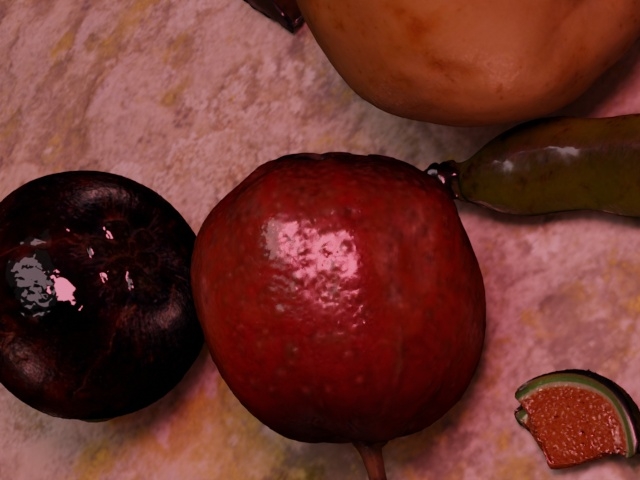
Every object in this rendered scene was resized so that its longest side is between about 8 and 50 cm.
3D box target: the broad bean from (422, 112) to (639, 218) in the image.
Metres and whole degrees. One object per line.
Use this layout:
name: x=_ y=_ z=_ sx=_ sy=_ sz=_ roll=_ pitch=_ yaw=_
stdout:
broad bean: x=0.213 y=-0.054 z=1.059 sx=0.339 sy=0.061 sz=0.077 roll=1 pitch=75 yaw=38

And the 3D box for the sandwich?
sandwich: x=0.180 y=0.125 z=1.017 sx=0.101 sy=0.026 sz=0.069 roll=-14 pitch=63 yaw=34

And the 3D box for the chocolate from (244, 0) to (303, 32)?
chocolate: x=-0.088 y=-0.326 z=1.409 sx=0.112 sy=0.112 sz=0.321 roll=-44 pitch=47 yaw=-3

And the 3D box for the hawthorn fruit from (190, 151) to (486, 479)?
hawthorn fruit: x=0.015 y=0.057 z=1.056 sx=0.215 sy=0.215 sz=0.250 roll=-12 pitch=85 yaw=32

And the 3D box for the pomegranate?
pomegranate: x=0.109 y=-0.228 z=1.097 sx=0.307 sy=0.307 sz=0.307 roll=-17 pitch=58 yaw=29

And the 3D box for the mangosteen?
mangosteen: x=-0.201 y=0.047 z=1.230 sx=0.216 sy=0.216 sz=0.216 roll=-17 pitch=58 yaw=29
